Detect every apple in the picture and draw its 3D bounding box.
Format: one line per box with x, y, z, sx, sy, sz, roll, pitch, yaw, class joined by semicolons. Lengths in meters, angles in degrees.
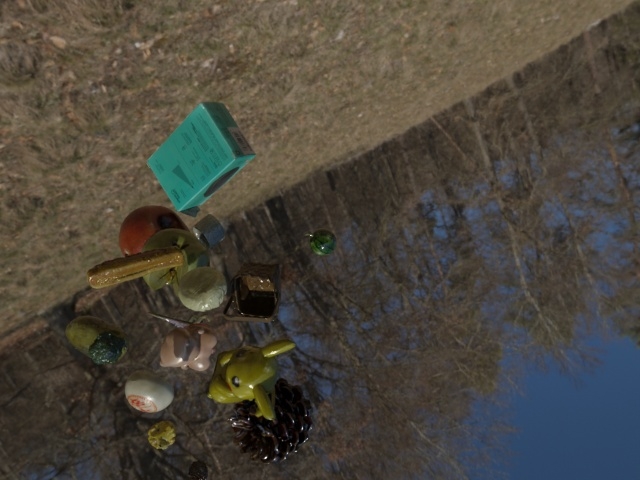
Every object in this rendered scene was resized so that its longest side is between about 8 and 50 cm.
-0.790;-0.005;2.269;0.277;0.348;0.348;-43;-175;31;apple
-0.613;0.097;1.984;0.292;0.292;0.254;-43;164;-48;apple

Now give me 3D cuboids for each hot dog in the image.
-0.562;0.079;1.440;0.285;0.088;0.061;-11;-149;-27;hot dog

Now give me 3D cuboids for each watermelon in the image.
0.007;0.002;1.660;0.108;0.109;0.109;-20;-162;7;watermelon

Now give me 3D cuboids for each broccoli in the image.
-0.950;0.484;2.093;0.146;0.162;0.137;-50;-141;-16;broccoli

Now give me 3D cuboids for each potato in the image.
-1.065;0.473;2.249;0.173;0.307;0.210;-63;-172;-34;potato

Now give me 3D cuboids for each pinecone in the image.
-0.466;0.885;1.786;0.077;0.083;0.077;5;-151;-3;pinecone
-0.187;0.654;1.710;0.298;0.242;0.296;31;-142;18;pinecone

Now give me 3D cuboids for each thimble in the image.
-0.429;-0.036;1.816;0.102;0.115;0.090;33;-120;24;thimble

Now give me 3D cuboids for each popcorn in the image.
-0.463;0.581;1.391;0.084;0.084;0.084;-20;-162;7;popcorn

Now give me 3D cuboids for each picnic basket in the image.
-0.327;0.284;2.360;0.254;0.291;0.321;4;-146;9;picnic basket

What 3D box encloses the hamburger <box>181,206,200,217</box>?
-0.652;-0.156;2.272;0.121;0.054;0.084;13;-168;-36;hamburger

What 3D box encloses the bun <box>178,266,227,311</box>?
-0.398;0.172;1.612;0.188;0.111;0.164;14;-135;34;bun

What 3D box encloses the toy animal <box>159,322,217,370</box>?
-0.456;0.375;1.659;0.171;0.172;0.197;-14;169;25;toy animal

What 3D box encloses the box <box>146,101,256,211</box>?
-0.375;-0.257;1.466;0.311;0.205;0.118;-35;174;31;box

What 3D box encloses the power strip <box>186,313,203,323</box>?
-0.617;0.430;2.242;0.105;0.070;0.257;-56;-179;-26;power strip

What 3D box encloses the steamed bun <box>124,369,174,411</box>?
-0.811;0.720;2.197;0.231;0.232;0.145;-10;-143;34;steamed bun

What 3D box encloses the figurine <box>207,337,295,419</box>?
-0.215;0.406;1.379;0.326;0.169;0.218;-34;-137;55;figurine

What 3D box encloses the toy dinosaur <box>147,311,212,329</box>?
-0.540;0.356;1.878;0.199;0.251;0.072;-27;-170;-19;toy dinosaur
